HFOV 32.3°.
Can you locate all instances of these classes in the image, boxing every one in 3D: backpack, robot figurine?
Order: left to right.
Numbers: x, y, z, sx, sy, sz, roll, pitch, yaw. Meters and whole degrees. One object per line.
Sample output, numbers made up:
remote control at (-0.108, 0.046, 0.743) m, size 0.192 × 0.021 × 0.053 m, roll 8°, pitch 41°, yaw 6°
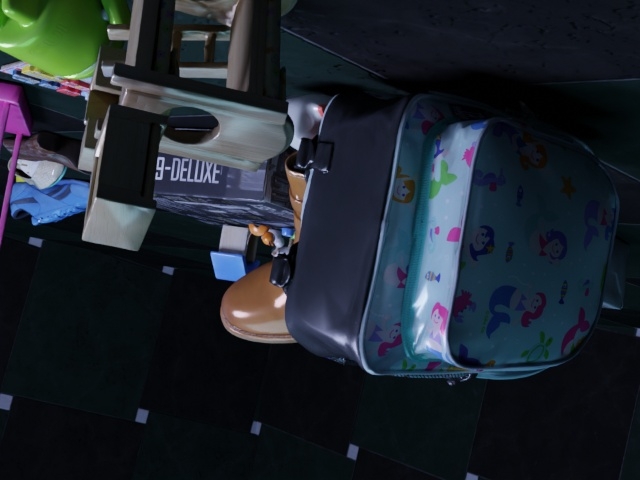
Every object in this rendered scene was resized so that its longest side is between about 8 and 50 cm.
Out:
robot figurine at (-0.169, -0.141, 0.697) m, size 0.101 × 0.067 × 0.115 m, roll -7°, pitch 168°, yaw 25°
backpack at (0.119, 0.002, 0.866) m, size 0.253 × 0.225 × 0.191 m, roll 10°, pitch 180°, yaw -45°

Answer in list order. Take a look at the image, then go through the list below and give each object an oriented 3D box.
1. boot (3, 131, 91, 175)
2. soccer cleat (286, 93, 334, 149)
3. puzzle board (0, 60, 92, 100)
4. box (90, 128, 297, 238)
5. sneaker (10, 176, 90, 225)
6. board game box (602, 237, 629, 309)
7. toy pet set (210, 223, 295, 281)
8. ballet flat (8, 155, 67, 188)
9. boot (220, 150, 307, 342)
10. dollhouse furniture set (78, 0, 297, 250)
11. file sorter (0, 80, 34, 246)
boot at (-0.341, -0.109, 1.411) m, size 0.106 × 0.037 × 0.114 m, roll 30°, pitch 160°, yaw -34°
soccer cleat at (0.041, -0.086, 0.943) m, size 0.196 × 0.068 × 0.076 m, roll 16°, pitch -174°, yaw -37°
puzzle board at (-0.217, -0.144, 1.019) m, size 0.128 × 0.011 × 0.096 m, roll 13°, pitch 173°, yaw -37°
box at (-0.075, -0.057, 1.290) m, size 0.242 × 0.077 × 0.307 m, roll 5°, pitch 173°, yaw 33°
sneaker at (-0.420, -0.059, 1.802) m, size 0.209 × 0.082 × 0.069 m, roll 5°, pitch 171°, yaw 28°
board game box at (0.224, 0.020, 1.461) m, size 0.303 × 0.098 × 0.224 m, roll 4°, pitch 171°, yaw 33°
toy pet set at (-0.072, 0.020, 1.327) m, size 0.114 × 0.065 × 0.122 m, roll 7°, pitch 174°, yaw 19°
ballet flat at (-0.390, -0.100, 1.503) m, size 0.052 × 0.057 × 0.168 m, roll 23°, pitch 168°, yaw -26°
boot at (0.000, 0.000, 1.112) m, size 0.283 × 0.109 × 0.220 m, roll -11°, pitch 145°, yaw 15°
dollhouse furniture set at (-0.080, -0.050, 0.626) m, size 0.101 × 0.182 × 0.161 m, roll 11°, pitch 148°, yaw -16°
file sorter at (-0.467, -0.084, 1.148) m, size 0.290 × 0.182 × 0.202 m, roll 11°, pitch 173°, yaw -10°
